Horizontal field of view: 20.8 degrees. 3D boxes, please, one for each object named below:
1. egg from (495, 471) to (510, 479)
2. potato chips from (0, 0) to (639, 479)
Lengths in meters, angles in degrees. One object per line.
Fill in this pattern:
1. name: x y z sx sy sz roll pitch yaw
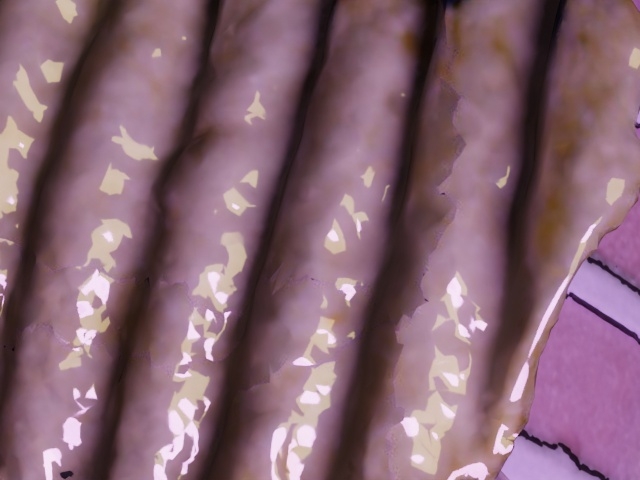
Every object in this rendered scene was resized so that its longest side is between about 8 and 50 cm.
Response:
1. egg: -0.027 0.193 0.753 0.271 0.206 0.162 -19 122 2
2. potato chips: -0.088 0.012 0.649 0.389 0.373 0.097 -59 151 -2
